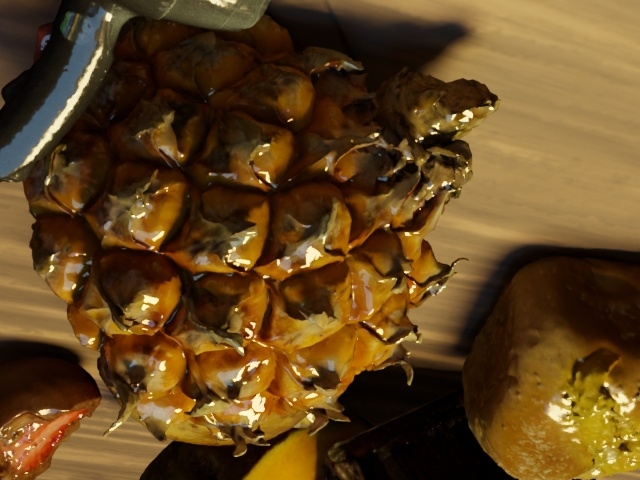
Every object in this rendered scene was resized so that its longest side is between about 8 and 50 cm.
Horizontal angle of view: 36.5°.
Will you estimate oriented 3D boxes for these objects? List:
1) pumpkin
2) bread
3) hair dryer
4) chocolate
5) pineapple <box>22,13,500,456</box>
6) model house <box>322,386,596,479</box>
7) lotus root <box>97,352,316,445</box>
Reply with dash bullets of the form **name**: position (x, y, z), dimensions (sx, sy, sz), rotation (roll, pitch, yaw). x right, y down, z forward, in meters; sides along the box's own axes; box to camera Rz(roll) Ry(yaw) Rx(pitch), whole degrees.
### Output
- **pumpkin**: position (-0.067, 0.225, 1.108), dimensions (0.312, 0.169, 0.148), rotation (1, 117, -45)
- **bread**: position (0.251, 0.145, 0.939), dimensions (0.195, 0.176, 0.246), rotation (4, 146, -7)
- **hair dryer**: position (-0.174, -0.112, 0.527), dimensions (0.235, 0.091, 0.272), rotation (25, 110, -23)
- **chocolate**: position (-0.295, 0.180, 1.014), dimensions (0.133, 0.127, 0.124), rotation (-29, -172, -15)
- **pineapple**: position (-0.014, 0.007, 0.625), dimensions (0.286, 0.209, 0.344), rotation (-22, 127, 24)
- **model house**: position (0.166, 0.346, 1.061), dimensions (0.297, 0.282, 0.317), rotation (-27, 148, -25)
- **lotus root**: position (-0.091, 0.118, 0.911), dimensions (0.169, 0.141, 0.314), rotation (-17, 153, 26)
